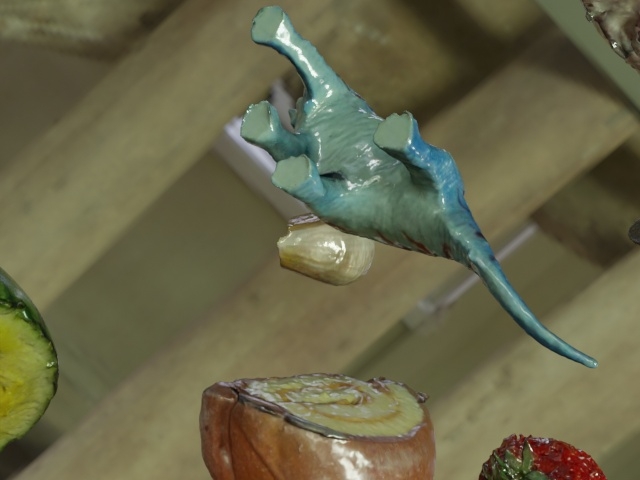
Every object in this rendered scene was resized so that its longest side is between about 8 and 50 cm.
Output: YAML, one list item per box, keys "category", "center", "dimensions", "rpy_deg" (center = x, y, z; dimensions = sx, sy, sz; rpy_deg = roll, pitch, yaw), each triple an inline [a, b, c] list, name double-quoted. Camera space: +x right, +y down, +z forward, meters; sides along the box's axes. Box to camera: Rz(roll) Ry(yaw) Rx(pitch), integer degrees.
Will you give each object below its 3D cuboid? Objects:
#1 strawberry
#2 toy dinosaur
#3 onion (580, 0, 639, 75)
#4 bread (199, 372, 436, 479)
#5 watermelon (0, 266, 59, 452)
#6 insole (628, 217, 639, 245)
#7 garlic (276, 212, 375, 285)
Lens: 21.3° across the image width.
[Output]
- category: "strawberry"
  center: [0.158, 0.180, 1.153]
  dimensions: [0.106, 0.106, 0.106]
  rpy_deg: [45, 14, -14]
- category: "toy dinosaur"
  center: [0.019, -0.041, 0.925]
  dimensions: [0.144, 0.076, 0.329]
  rpy_deg: [41, 0, -38]
- category: "onion"
  center: [0.293, -0.256, 1.344]
  dimensions: [0.272, 0.230, 0.256]
  rpy_deg: [10, 45, -59]
- category: "bread"
  center: [0.017, 0.206, 1.621]
  dimensions: [0.190, 0.123, 0.244]
  rpy_deg: [24, 17, 37]
- category: "watermelon"
  center: [-0.392, 0.075, 1.435]
  dimensions: [0.331, 0.331, 0.189]
  rpy_deg: [27, 36, -57]
- category: "insole"
  center: [0.485, -0.015, 1.849]
  dimensions: [0.111, 0.328, 0.007]
  rpy_deg: [-47, 125, -43]
- category: "garlic"
  center: [0.012, 0.003, 1.943]
  dimensions: [0.101, 0.087, 0.195]
  rpy_deg: [11, 9, 6]
